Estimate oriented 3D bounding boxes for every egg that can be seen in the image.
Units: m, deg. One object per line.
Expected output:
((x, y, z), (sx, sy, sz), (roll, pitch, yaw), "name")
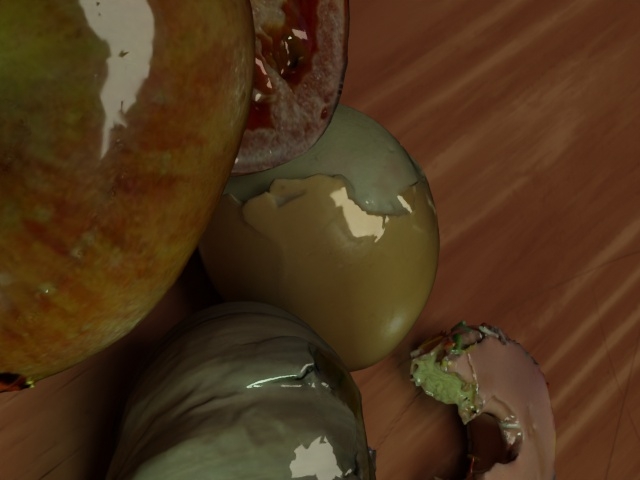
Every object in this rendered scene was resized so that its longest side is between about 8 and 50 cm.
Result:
((0.000, 0.000, 1.544), (0.201, 0.201, 0.244), (-46, 130, -42), "egg")

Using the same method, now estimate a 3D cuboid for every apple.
((-0.242, -0.094, 1.137), (0.333, 0.400, 0.400), (-107, -173, -84), "apple")

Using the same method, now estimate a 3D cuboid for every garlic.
((-0.055, 0.201, 1.426), (0.322, 0.241, 0.322), (18, 90, -85), "garlic")

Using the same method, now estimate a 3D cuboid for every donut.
((0.151, 0.198, 1.791), (0.199, 0.085, 0.233), (16, 74, -48), "donut")

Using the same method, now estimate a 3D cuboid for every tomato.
((-0.129, -0.194, 1.437), (0.338, 0.143, 0.338), (12, 71, -40), "tomato")
